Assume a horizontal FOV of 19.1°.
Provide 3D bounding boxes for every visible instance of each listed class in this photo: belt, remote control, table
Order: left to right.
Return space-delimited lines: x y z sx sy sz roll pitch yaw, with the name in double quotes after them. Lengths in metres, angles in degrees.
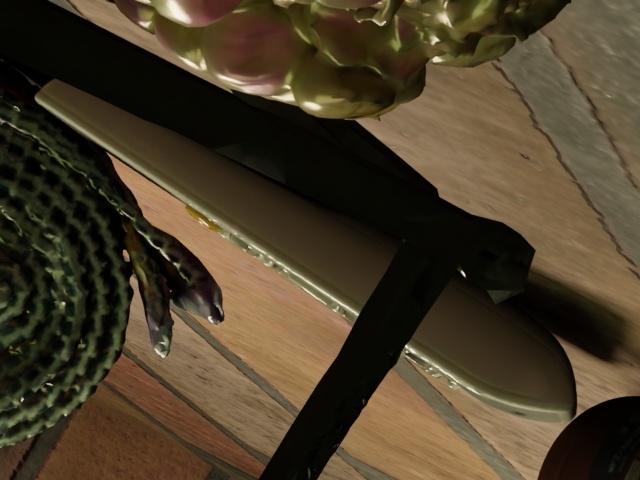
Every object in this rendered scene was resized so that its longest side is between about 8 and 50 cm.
-0.170 -0.024 0.563 0.272 0.222 0.335 26 -168 -36 "table"
-0.221 0.000 1.066 0.295 0.207 0.160 40 -175 -17 "belt"
0.000 0.000 0.984 0.313 0.055 0.109 33 178 12 "remote control"

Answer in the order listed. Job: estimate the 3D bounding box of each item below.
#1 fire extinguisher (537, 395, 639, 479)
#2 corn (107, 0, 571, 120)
0.201 0.133 0.893 0.337 0.135 0.114 3 109 63 "fire extinguisher"
-0.081 -0.145 0.436 0.335 0.126 0.126 33 170 20 "corn"
